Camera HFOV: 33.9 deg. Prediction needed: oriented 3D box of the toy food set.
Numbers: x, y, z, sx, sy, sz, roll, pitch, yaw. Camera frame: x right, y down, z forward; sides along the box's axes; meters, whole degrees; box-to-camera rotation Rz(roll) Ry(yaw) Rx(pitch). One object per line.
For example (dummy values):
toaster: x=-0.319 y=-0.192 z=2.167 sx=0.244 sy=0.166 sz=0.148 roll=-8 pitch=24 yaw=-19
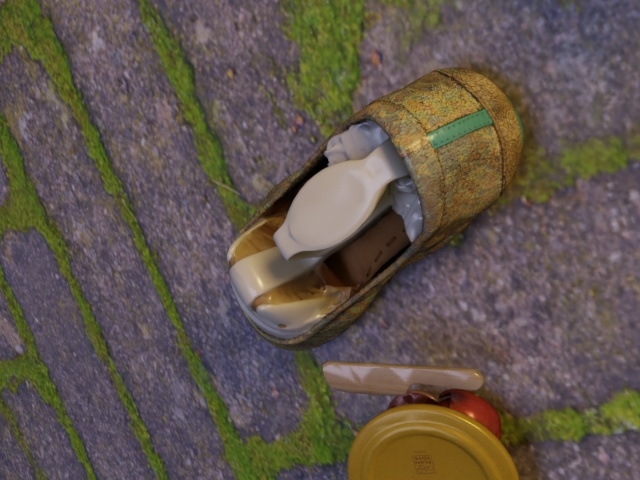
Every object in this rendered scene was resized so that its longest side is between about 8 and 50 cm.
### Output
toy food set: x=0.092 y=0.169 z=0.774 sx=0.128 sy=0.071 sz=0.217 roll=-7 pitch=108 yaw=24

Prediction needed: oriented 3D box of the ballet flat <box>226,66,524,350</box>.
ballet flat: x=0.000 y=0.000 z=0.736 sx=0.123 sy=0.123 sz=0.348 roll=58 pitch=140 yaw=7
